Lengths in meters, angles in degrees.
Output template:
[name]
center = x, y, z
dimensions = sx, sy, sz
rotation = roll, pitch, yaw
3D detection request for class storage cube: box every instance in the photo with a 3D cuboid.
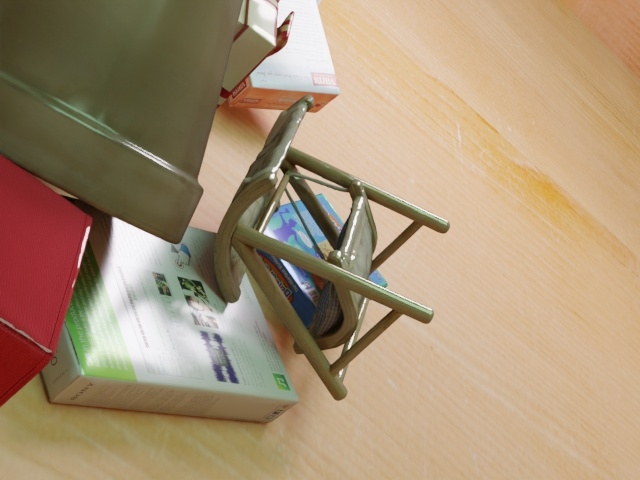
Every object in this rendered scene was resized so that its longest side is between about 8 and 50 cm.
[storage cube]
center = -0.329, 0.034, 1.086
dimensions = 0.193, 0.183, 0.215
rotation = 36, 30, -23

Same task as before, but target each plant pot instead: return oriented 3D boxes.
[plant pot]
center = -0.217, -0.193, 1.286
dimensions = 0.323, 0.280, 0.323
rotation = 27, -2, 1

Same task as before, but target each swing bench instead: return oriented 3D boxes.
[swing bench]
center = 0.000, 0.000, 1.554
dimensions = 0.254, 0.165, 0.253
rotation = 41, 27, -9

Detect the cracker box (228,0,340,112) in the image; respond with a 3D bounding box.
[cracker box]
center = -0.075, -0.302, 1.904
dimensions = 0.155, 0.067, 0.232
rotation = 1, 67, -38

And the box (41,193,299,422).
[box]
center = -0.180, 0.074, 1.410
dimensions = 0.322, 0.058, 0.232
rotation = 17, 41, -50

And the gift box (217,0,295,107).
[gift box]
center = -0.185, -0.295, 1.656
dimensions = 0.258, 0.255, 0.276
rotation = 35, 36, -24

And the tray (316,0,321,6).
[tray]
center = -0.070, -0.400, 2.089
dimensions = 0.145, 0.030, 0.270
rotation = 45, 26, -13

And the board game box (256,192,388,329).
[board game box]
center = -0.013, 0.026, 1.735
dimensions = 0.160, 0.047, 0.210
rotation = 54, 28, 9
